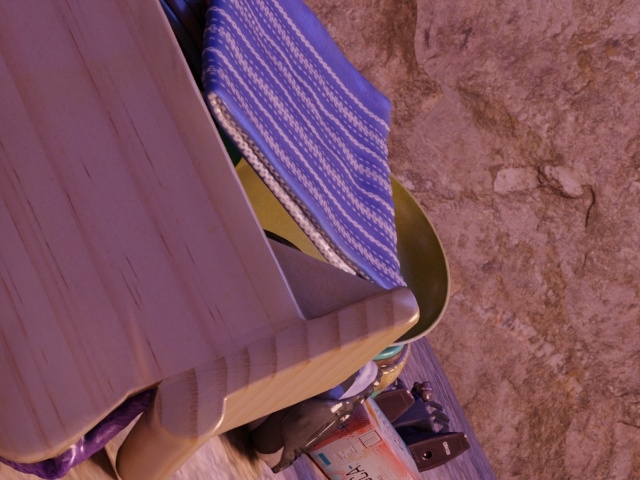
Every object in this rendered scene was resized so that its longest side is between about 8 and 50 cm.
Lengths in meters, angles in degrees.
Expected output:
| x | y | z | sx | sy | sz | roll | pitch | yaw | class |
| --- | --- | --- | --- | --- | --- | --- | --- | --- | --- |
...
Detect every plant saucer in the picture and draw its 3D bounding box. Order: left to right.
| x | y | z | sx | sy | sz | roll | pitch | yaw | class |
| --- | --- | --- | --- | --- | --- | --- | --- | --- | --- |
| 0.000 | 0.000 | 1.265 | 0.241 | 0.037 | 0.241 | 22 | 42 | -21 | plant saucer |

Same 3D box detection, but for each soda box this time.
| x | y | z | sx | sy | sz | roll | pitch | yaw | class |
| --- | --- | --- | --- | --- | --- | --- | --- | --- | --- |
| 0.034 | 0.176 | 1.246 | 0.183 | 0.058 | 0.063 | 58 | 8 | -53 | soda box |

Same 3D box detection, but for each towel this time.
| x | y | z | sx | sy | sz | roll | pitch | yaw | class |
| --- | --- | --- | --- | --- | --- | --- | --- | --- | --- |
| -0.009 | -0.109 | 1.196 | 0.243 | 0.040 | 0.336 | 50 | 19 | -27 | towel |

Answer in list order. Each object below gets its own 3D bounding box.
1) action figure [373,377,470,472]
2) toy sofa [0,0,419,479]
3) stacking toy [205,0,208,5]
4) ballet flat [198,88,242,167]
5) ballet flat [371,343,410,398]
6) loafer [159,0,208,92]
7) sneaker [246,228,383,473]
| x | y | z | sx | sy | sz | roll | pitch | yaw | class |
| --- | --- | --- | --- | --- | --- | --- | --- | --- | --- |
| 0.056 | 0.125 | 1.494 | 0.185 | 0.099 | 0.285 | 56 | 5 | -25 | action figure |
| -0.120 | -0.073 | 0.651 | 0.362 | 0.177 | 0.150 | 65 | -19 | 9 | toy sofa |
| -0.145 | -0.293 | 1.395 | 0.330 | 0.141 | 0.141 | -102 | 166 | -48 | stacking toy |
| -0.108 | -0.088 | 1.106 | 0.079 | 0.077 | 0.221 | 45 | 5 | 5 | ballet flat |
| -0.015 | -0.002 | 1.384 | 0.123 | 0.123 | 0.348 | 54 | 13 | -60 | ballet flat |
| -0.125 | -0.200 | 1.173 | 0.096 | 0.084 | 0.267 | 11 | -40 | 49 | loafer |
| -0.031 | 0.068 | 1.020 | 0.108 | 0.100 | 0.271 | 47 | 7 | -17 | sneaker |
